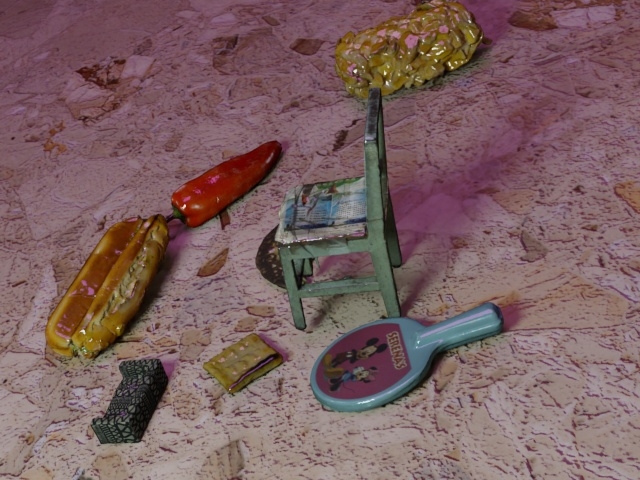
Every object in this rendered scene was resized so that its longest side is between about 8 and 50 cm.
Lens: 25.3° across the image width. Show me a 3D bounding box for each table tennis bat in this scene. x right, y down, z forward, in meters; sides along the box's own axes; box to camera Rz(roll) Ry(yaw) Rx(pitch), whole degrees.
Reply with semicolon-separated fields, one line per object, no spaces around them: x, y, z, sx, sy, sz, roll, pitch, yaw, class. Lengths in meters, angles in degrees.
0.102;0.132;1.700;0.244;0.040;0.153;-21;31;8;table tennis bat

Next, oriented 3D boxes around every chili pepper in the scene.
-0.150;-0.082;2.138;0.272;0.063;0.071;-36;47;-27;chili pepper

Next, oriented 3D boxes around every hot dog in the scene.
-0.285;0.058;1.980;0.115;0.072;0.269;-9;37;38;hot dog

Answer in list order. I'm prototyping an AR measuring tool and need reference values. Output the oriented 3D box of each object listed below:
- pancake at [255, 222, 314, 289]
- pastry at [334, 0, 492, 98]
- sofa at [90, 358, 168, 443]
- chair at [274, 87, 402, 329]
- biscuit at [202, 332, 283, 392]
0.000;0.000;1.966;0.190;0.020;0.184;-23;32;-2;pancake
0.143;-0.310;2.268;0.250;0.102;0.154;-23;31;1;pastry
-0.238;0.200;1.783;0.060;0.039;0.118;-7;34;22;sofa
0.017;-0.037;1.762;0.147;0.270;0.136;-5;35;8;chair
-0.098;0.153;1.792;0.083;0.018;0.081;-32;33;-18;biscuit
